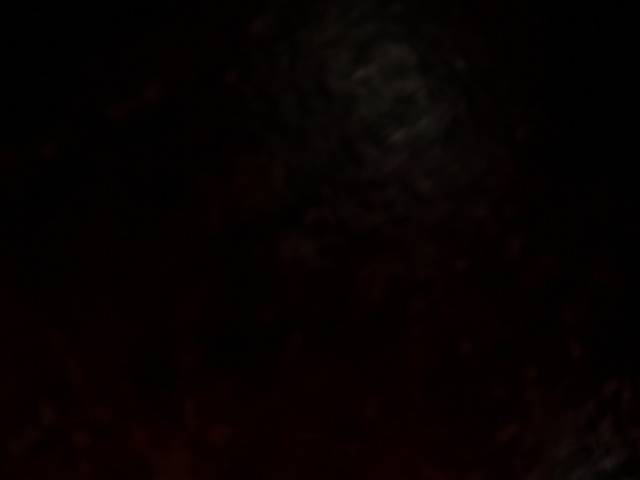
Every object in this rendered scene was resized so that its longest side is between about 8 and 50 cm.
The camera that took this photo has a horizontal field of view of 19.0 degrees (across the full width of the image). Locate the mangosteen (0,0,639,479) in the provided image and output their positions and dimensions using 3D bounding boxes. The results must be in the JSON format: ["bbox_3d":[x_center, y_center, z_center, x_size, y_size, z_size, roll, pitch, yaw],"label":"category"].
[{"bbox_3d":[-0.011,0.011,0.494,0.330,0.330,0.330,-8,169,-2],"label":"mangosteen"}]
